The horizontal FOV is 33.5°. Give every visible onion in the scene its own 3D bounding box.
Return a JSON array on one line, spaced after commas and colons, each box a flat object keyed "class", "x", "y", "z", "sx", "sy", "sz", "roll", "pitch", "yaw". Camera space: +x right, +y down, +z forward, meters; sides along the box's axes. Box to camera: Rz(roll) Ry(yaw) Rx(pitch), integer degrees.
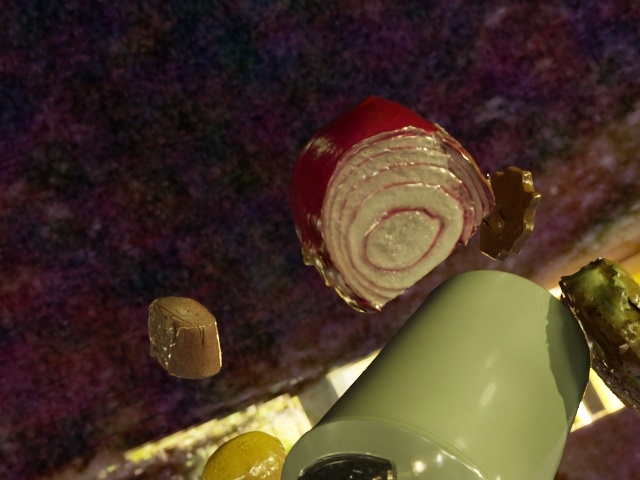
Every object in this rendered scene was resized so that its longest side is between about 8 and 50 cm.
[{"class": "onion", "x": 0.058, "y": -0.052, "z": 1.259, "sx": 0.216, "sy": 0.206, "sz": 0.207, "roll": -37, "pitch": -168, "yaw": -11}]

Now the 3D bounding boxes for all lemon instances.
[{"class": "lemon", "x": -0.148, "y": 0.483, "z": 2.163, "sx": 0.207, "sy": 0.170, "sz": 0.170, "roll": -29, "pitch": 170, "yaw": -32}]

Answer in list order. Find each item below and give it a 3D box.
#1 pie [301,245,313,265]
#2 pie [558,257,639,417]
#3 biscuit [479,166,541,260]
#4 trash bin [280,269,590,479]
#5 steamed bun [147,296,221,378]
[{"class": "pie", "x": 0.000, "y": 0.000, "z": 1.488, "sx": 0.020, "sy": 0.084, "sz": 0.084, "roll": 27, "pitch": 137, "yaw": -25}, {"class": "pie", "x": 0.417, "y": 0.154, "z": 1.389, "sx": 0.103, "sy": 0.288, "sz": 0.355, "roll": -38, "pitch": 172, "yaw": -1}, {"class": "biscuit", "x": 0.373, "y": -0.056, "z": 2.074, "sx": 0.034, "sy": 0.182, "sz": 0.215, "roll": 5, "pitch": 166, "yaw": -19}, {"class": "trash bin", "x": 0.146, "y": 0.240, "z": 1.248, "sx": 0.280, "sy": 0.280, "sz": 0.432, "roll": -37, "pitch": -175, "yaw": 39}, {"class": "steamed bun", "x": -0.275, "y": 0.188, "z": 2.085, "sx": 0.106, "sy": 0.145, "sz": 0.175, "roll": -21, "pitch": -152, "yaw": -37}]
